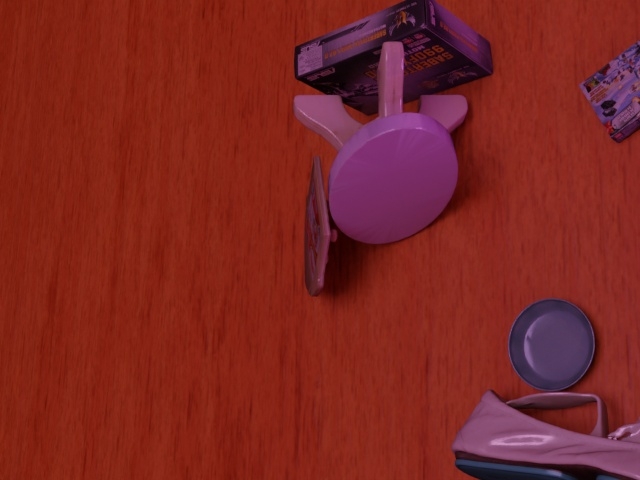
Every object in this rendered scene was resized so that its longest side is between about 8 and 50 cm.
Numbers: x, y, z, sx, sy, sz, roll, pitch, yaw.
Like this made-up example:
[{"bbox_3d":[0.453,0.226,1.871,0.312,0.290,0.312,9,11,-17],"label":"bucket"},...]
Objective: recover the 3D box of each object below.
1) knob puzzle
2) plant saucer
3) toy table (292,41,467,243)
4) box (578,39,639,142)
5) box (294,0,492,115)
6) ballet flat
[{"bbox_3d":[0.000,0.000,1.423,0.213,0.029,0.213,-179,90,-81],"label":"knob puzzle"},{"bbox_3d":[0.300,0.135,1.200,0.119,0.021,0.119,-11,72,37],"label":"plant saucer"},{"bbox_3d":[0.091,-0.134,1.317,0.274,0.252,0.161,120,151,-54],"label":"toy table"},{"bbox_3d":[0.411,-0.202,1.192,0.137,0.027,0.094,-37,56,27],"label":"box"},{"bbox_3d":[0.105,-0.263,1.359,0.231,0.183,0.056,-13,69,36],"label":"box"},{"bbox_3d":[0.336,0.245,1.085,0.400,0.139,0.139,5,82,41],"label":"ballet flat"}]
